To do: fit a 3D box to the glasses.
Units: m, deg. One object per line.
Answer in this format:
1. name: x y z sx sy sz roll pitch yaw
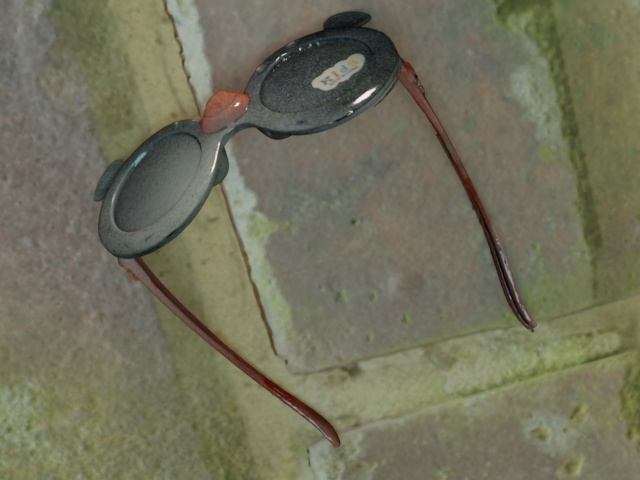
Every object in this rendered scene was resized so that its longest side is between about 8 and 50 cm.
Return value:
1. glasses: 0.000 0.000 1.000 0.234 0.118 0.268 -33 127 5
